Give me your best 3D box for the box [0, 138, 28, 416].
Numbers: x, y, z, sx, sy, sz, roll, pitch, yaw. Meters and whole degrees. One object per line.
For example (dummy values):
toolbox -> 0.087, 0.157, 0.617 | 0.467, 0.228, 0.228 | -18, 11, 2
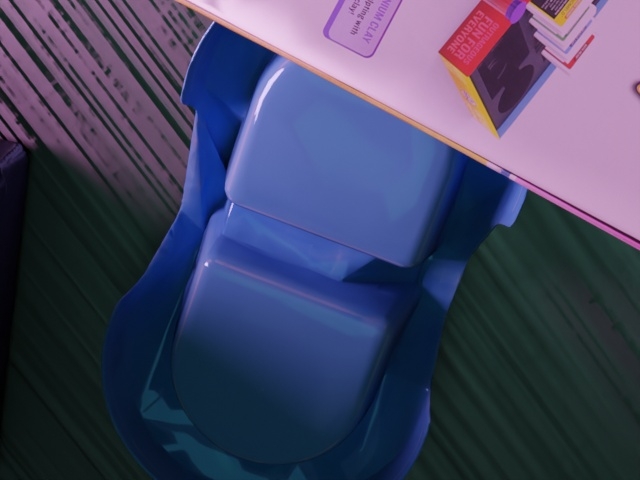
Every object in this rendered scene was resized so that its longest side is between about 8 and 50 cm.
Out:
box -> -0.379, 0.052, 0.754 | 0.395, 0.293, 0.212 | 12, 112, 6

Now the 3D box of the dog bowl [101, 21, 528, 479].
dog bowl -> 0.000, 0.000, 0.784 | 0.166, 0.074, 0.297 | 21, 113, 2

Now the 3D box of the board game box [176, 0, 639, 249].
board game box -> 0.092, -0.148, 0.615 | 0.316, 0.064, 0.242 | 32, 98, 26
